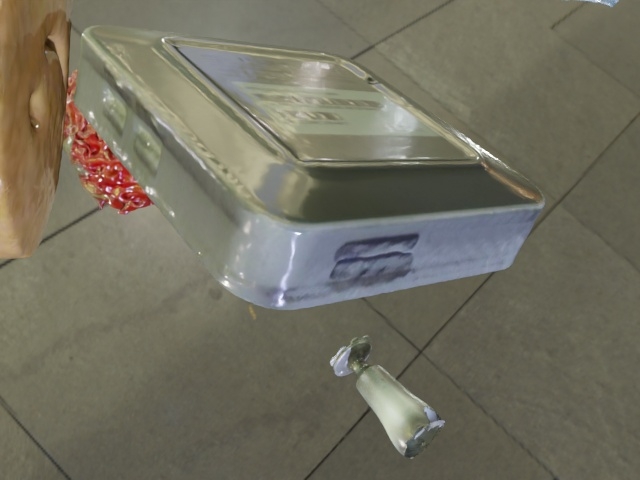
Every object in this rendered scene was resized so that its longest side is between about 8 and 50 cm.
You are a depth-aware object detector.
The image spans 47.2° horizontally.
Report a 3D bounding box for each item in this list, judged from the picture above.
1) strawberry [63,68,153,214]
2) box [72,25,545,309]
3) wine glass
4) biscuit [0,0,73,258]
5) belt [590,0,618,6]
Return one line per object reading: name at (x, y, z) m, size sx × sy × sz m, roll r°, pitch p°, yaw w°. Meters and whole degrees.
strawberry at (-0.220, -0.159, 0.972) m, size 0.244 × 0.205 × 0.205 m, roll -25°, pitch 66°, yaw -9°
box at (-0.011, -0.102, 0.775) m, size 0.396 × 0.111 × 0.396 m, roll -6°, pitch 40°, yaw -43°
wine glass at (0.083, 0.199, 0.942) m, size 0.072 × 0.072 × 0.155 m, roll -20°, pitch 49°, yaw -31°
biscuit at (-0.181, -0.166, 0.451) m, size 0.052 × 0.275 × 0.355 m, roll 2°, pitch 85°, yaw -12°
belt at (0.237, -0.335, 0.637) m, size 0.207 × 0.258 × 0.150 m, roll 18°, pitch 9°, yaw -18°
